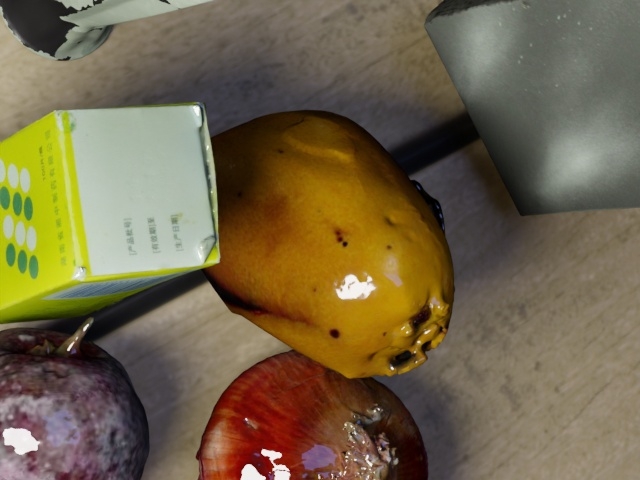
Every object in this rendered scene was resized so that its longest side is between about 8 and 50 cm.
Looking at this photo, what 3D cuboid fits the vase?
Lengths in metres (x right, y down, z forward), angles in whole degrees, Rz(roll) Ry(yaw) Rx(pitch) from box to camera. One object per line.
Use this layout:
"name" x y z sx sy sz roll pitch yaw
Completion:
"vase" -0.144 -0.242 1.598 0.165 0.360 0.165 6 77 -30

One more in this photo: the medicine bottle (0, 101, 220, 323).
"medicine bottle" -0.199 -0.017 1.592 0.141 0.250 0.137 -7 83 -34

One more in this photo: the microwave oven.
"microwave oven" 0.368 -0.242 1.909 0.432 0.374 0.236 -42 113 -34

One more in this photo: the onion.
"onion" 0.010 0.209 1.726 0.230 0.163 0.230 3 85 -37

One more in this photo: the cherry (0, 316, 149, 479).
"cherry" -0.224 0.165 1.579 0.195 0.195 0.195 6 78 -30

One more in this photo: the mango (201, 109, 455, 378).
"mango" 0.000 0.000 1.728 0.201 0.287 0.152 -58 148 10
